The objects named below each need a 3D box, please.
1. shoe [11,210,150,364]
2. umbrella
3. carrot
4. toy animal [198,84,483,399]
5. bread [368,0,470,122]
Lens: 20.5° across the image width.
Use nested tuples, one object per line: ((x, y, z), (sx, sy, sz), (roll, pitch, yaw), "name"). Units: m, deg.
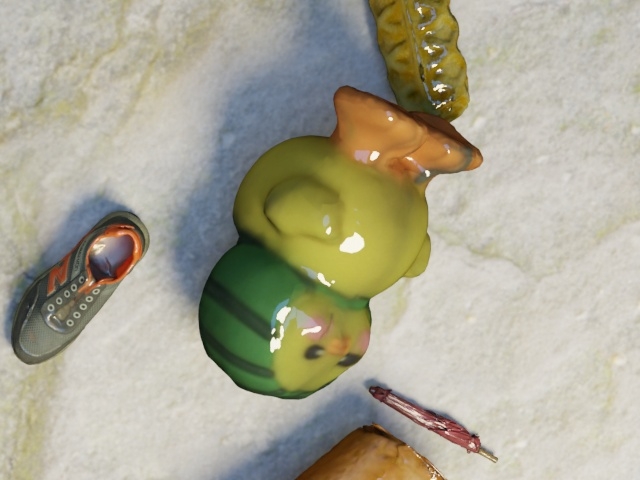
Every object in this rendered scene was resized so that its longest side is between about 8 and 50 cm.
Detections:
((-0.253, 0.050, 1.842), (0.074, 0.077, 0.194), (42, 87, -9), "shoe")
((0.124, 0.199, 1.928), (0.165, 0.027, 0.025), (29, 115, -11), "umbrella")
((0.001, 0.311, 1.851), (0.196, 0.196, 0.254), (42, 80, -8), "carrot")
((-0.003, 0.000, 1.821), (0.216, 0.191, 0.338), (19, 102, -51), "toy animal")
((0.086, -0.300, 1.867), (0.077, 0.084, 0.368), (-22, 101, -50), "bread")
